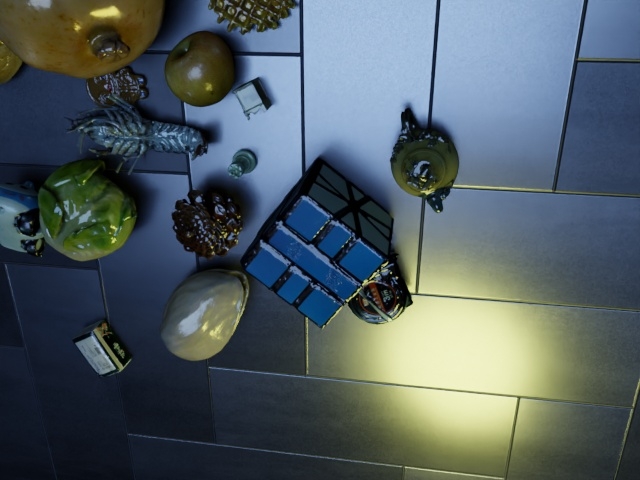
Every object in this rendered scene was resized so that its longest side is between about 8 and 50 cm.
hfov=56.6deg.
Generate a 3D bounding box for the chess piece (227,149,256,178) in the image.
[{"bbox_3d":[-0.217,-0.203,1.612,0.067,0.103,0.067,4,114,8],"label":"chess piece"}]

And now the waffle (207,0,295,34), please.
[{"bbox_3d":[-0.177,-0.623,1.445,0.228,0.051,0.232,-9,113,13],"label":"waffle"}]

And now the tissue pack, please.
[{"bbox_3d":[-0.721,0.359,1.961,0.103,0.090,0.170,-22,107,18],"label":"tissue pack"}]

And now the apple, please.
[{"bbox_3d":[-0.300,-0.425,1.496,0.182,0.183,0.155,-26,137,19],"label":"apple"}]

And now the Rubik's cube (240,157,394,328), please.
[{"bbox_3d":[0.000,0.000,1.566,0.288,0.293,0.283,38,112,-6],"label":"Rubik's cube"}]

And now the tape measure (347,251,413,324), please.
[{"bbox_3d":[0.163,0.144,1.700,0.180,0.107,0.182,-16,110,13],"label":"tape measure"}]

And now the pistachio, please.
[{"bbox_3d":[-0.343,0.212,1.763,0.226,0.207,0.332,43,101,13],"label":"pistachio"}]

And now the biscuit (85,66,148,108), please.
[{"bbox_3d":[-0.558,-0.418,1.618,0.174,0.026,0.124,1,115,10],"label":"biscuit"}]

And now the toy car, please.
[{"bbox_3d":[-0.880,-0.079,1.731,0.188,0.190,0.255,14,147,-5],"label":"toy car"}]

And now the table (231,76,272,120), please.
[{"bbox_3d":[-0.177,-0.368,1.544,0.062,0.079,0.083,-22,110,17],"label":"table"}]

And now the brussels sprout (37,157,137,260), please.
[{"bbox_3d":[-0.655,-0.080,1.674,0.259,0.227,0.294,31,103,-11],"label":"brussels sprout"}]

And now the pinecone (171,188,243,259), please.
[{"bbox_3d":[-0.304,-0.056,1.645,0.207,0.208,0.208,4,115,8],"label":"pinecone"}]

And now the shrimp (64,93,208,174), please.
[{"bbox_3d":[-0.505,-0.281,1.607,0.410,0.166,0.222,4,113,-5],"label":"shrimp"}]

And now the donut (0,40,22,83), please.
[{"bbox_3d":[-0.934,-0.565,1.546,0.329,0.160,0.330,6,111,15],"label":"donut"}]

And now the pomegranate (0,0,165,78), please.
[{"bbox_3d":[-0.550,-0.556,1.349,0.410,0.411,0.412,4,115,8],"label":"pomegranate"}]

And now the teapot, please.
[{"bbox_3d":[0.255,-0.196,1.488,0.173,0.183,0.270,-17,109,18],"label":"teapot"}]
